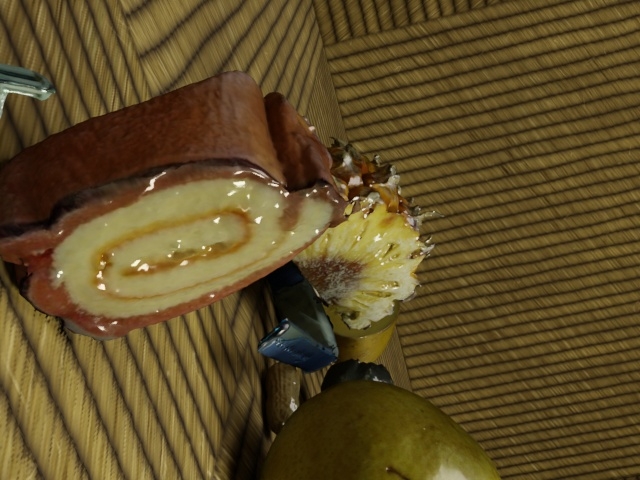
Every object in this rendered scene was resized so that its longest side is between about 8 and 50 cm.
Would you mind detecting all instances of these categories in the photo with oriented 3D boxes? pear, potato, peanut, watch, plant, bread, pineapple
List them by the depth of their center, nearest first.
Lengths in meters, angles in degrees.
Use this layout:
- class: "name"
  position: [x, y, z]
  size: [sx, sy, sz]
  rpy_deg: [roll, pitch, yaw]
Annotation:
- class: "bread"
  position: [-0.100, -0.027, 0.658]
  size: [0.190, 0.244, 0.123]
  rpy_deg: [77, -6, -56]
- class: "pear"
  position: [0.058, 0.325, 1.012]
  size: [0.304, 0.304, 0.303]
  rpy_deg: [-12, 90, -81]
- class: "watch"
  position: [-0.039, 0.093, 1.154]
  size: [0.274, 0.068, 0.276]
  rpy_deg: [63, 4, -47]
- class: "peanut"
  position: [-0.051, 0.215, 1.197]
  size: [0.054, 0.054, 0.113]
  rpy_deg: [68, 16, -48]
- class: "pineapple"
  position: [0.030, -0.080, 1.243]
  size: [0.344, 0.209, 0.286]
  rpy_deg: [53, 12, -52]
- class: "plant"
  position: [0.059, 0.319, 1.418]
  size: [0.142, 0.165, 0.255]
  rpy_deg: [35, 58, -72]
- class: "potato"
  position: [0.058, 0.168, 1.653]
  size: [0.203, 0.178, 0.158]
  rpy_deg: [-130, -147, -50]

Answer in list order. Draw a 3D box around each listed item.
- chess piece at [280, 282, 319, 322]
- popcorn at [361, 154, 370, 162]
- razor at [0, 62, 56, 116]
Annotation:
- class: "chess piece"
  position: [-0.027, 0.108, 1.390]
  size: [0.094, 0.094, 0.170]
  rpy_deg: [-2, 84, -81]
- class: "popcorn"
  position: [0.054, -0.035, 1.574]
  size: [0.252, 0.206, 0.236]
  rpy_deg: [-30, 142, -38]
- class: "razor"
  position: [-0.206, 0.028, 0.476]
  size: [0.111, 0.056, 0.277]
  rpy_deg: [7, 74, -42]
